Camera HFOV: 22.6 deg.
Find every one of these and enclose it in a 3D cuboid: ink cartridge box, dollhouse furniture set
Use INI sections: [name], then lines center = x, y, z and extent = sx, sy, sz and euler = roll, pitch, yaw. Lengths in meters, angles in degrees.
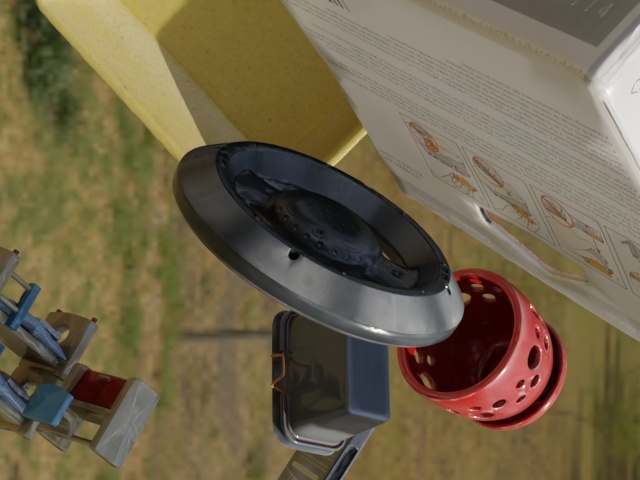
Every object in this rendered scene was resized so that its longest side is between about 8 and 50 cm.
[ink cartridge box]
center = 0.101, -0.069, 0.847
extent = 0.066, 0.296, 0.261
euler = -46, 135, -9
[dollhouse furniture set]
center = -0.242, 0.097, 1.407
extent = 0.129, 0.184, 0.129
euler = 48, 62, -42

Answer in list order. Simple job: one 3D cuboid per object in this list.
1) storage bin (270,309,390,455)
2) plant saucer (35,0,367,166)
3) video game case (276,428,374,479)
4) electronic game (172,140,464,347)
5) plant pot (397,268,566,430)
[storage bin]
center = 0.011, 0.121, 1.491
extent = 0.098, 0.091, 0.135
euler = 18, 61, -38
[plant saucer]
center = -0.055, -0.229, 1.505
extent = 0.333, 0.333, 0.081
euler = 48, 25, 3
[video game case]
center = -0.015, 0.315, 2.125
extent = 0.274, 0.026, 0.196
euler = -58, -168, -7
[electronic game]
center = 0.000, 0.000, 1.138
extent = 0.048, 0.229, 0.229
euler = -60, 178, 22
[plant pot]
center = 0.224, 0.157, 2.151
extent = 0.174, 0.191, 0.191
euler = 40, 49, -45
